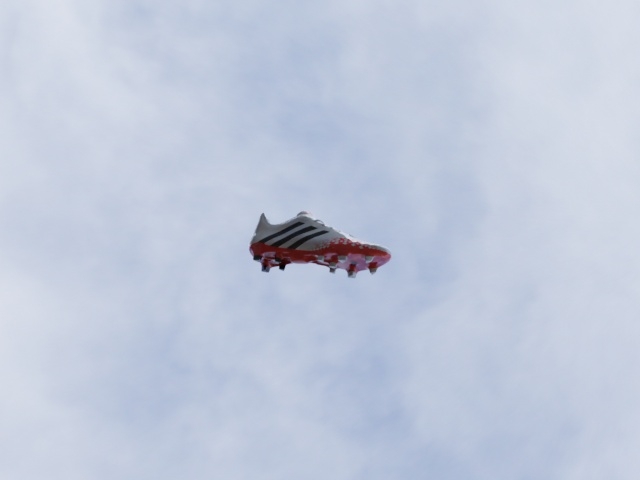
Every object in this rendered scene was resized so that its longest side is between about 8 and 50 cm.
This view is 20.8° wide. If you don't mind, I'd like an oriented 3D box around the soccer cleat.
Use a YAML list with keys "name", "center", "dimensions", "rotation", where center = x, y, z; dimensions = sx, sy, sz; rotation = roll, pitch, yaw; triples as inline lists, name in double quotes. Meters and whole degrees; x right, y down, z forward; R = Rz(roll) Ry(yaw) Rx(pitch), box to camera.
- name: "soccer cleat"
  center: [0.000, 0.000, 0.980]
  dimensions: [0.083, 0.029, 0.035]
  rotation: [1, -117, 17]
